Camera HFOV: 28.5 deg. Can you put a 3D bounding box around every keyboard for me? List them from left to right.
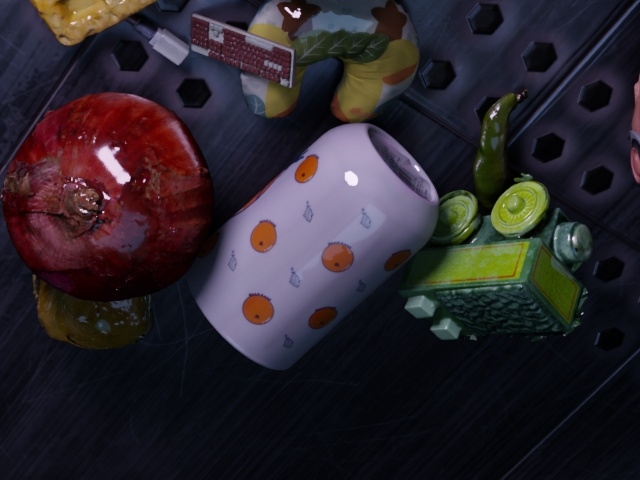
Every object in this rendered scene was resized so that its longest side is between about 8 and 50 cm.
[{"bbox_3d":[-0.101,-0.239,1.596,0.166,0.017,0.055,24,130,28],"label":"keyboard"}]

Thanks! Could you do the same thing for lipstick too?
[{"bbox_3d":[-0.218,-0.268,1.622,0.107,0.025,0.025,35,114,-19],"label":"lipstick"}]

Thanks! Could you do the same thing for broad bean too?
[{"bbox_3d":[0.244,-0.122,1.765,0.061,0.046,0.195,-3,123,-24],"label":"broad bean"}]

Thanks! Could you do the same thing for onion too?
[{"bbox_3d":[-0.272,-0.051,1.617,0.276,0.276,0.276,-3,124,-5],"label":"onion"}]

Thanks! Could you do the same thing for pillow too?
[{"bbox_3d":[0.013,-0.240,1.642,0.233,0.086,0.214,3,134,-12],"label":"pillow"}]

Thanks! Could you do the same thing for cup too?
[{"bbox_3d":[0.000,0.000,1.718,0.317,0.212,0.212,-41,119,19],"label":"cup"}]

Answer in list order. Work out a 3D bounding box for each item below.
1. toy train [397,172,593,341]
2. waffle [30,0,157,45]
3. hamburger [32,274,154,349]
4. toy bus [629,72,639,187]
[{"bbox_3d":[0.245,0.033,1.751,0.271,0.188,0.159,-5,143,42],"label":"toy train"},{"bbox_3d":[-0.311,-0.380,1.513,0.168,0.057,0.274,-25,123,11],"label":"waffle"},{"bbox_3d":[-0.314,0.069,1.795,0.185,0.113,0.177,-44,113,12],"label":"hamburger"},{"bbox_3d":[0.512,-0.173,1.640,0.194,0.288,0.232,-12,108,1],"label":"toy bus"}]
